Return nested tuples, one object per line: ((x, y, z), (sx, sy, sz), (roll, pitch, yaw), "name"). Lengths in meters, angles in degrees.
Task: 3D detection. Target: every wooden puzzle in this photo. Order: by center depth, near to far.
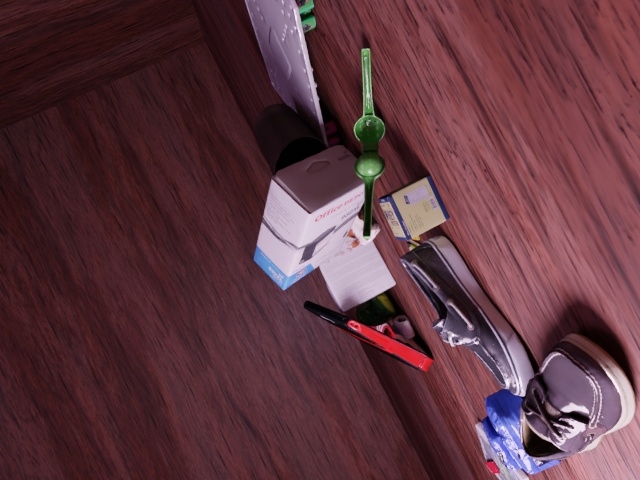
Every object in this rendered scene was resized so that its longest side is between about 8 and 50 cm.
((0.212, 0.028, 0.902), (0.116, 0.014, 0.078), (65, 173, -20), "wooden puzzle")

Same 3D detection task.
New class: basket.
((-0.083, -0.250, 1.087), (0.204, 0.154, 0.226), (81, 165, -50), "basket")

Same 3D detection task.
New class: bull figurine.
((0.056, -0.111, 1.183), (0.310, 0.101, 0.188), (44, 154, 52), "bull figurine")

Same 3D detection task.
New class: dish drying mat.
((0.465, 0.615, 1.106), (0.032, 0.008, 0.083), (60, 173, 29), "dish drying mat")

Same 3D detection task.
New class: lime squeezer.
((0.092, -0.163, 0.727), (0.110, 0.059, 0.310), (-118, 27, -79), "lime squeezer")

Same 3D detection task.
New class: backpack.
((0.332, 0.319, 0.696), (0.120, 0.101, 0.098), (61, -176, -8), "backpack")

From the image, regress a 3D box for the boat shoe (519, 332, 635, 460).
((0.317, 0.226, 0.538), (0.102, 0.092, 0.285), (54, 170, 43), "boat shoe")

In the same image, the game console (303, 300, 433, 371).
((0.146, 0.299, 1.337), (0.342, 0.060, 0.387), (33, 168, -18), "game console")

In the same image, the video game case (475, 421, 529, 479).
((0.477, 0.591, 1.052), (0.190, 0.022, 0.173), (67, 172, -27), "video game case")

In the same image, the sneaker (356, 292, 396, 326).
((0.192, 0.254, 1.451), (0.109, 0.124, 0.295), (60, 172, 27), "sneaker")

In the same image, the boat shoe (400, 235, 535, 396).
((0.244, 0.137, 0.707), (0.301, 0.102, 0.108), (61, 173, 14), "boat shoe")

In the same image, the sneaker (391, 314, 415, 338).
((0.260, 0.271, 1.331), (0.070, 0.051, 0.134), (65, 170, -5), "sneaker")

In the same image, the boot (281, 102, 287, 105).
((-0.074, -0.331, 1.371), (0.236, 0.085, 0.178), (58, 174, 31), "boot")

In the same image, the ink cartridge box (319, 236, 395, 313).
((0.093, 0.076, 1.242), (0.232, 0.189, 0.066), (62, 168, 11), "ink cartridge box")

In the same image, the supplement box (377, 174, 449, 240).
((0.157, -0.055, 0.698), (0.083, 0.083, 0.056), (64, 173, -6), "supplement box")

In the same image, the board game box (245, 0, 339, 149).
((-0.082, -0.474, 1.025), (0.390, 0.050, 0.389), (57, 171, 36), "board game box")

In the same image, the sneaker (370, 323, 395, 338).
((0.249, 0.386, 1.706), (0.128, 0.087, 0.221), (60, 174, 34), "sneaker")

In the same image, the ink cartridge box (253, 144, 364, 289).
((-0.023, -0.050, 0.996), (0.129, 0.223, 0.307), (45, 144, 18), "ink cartridge box")
